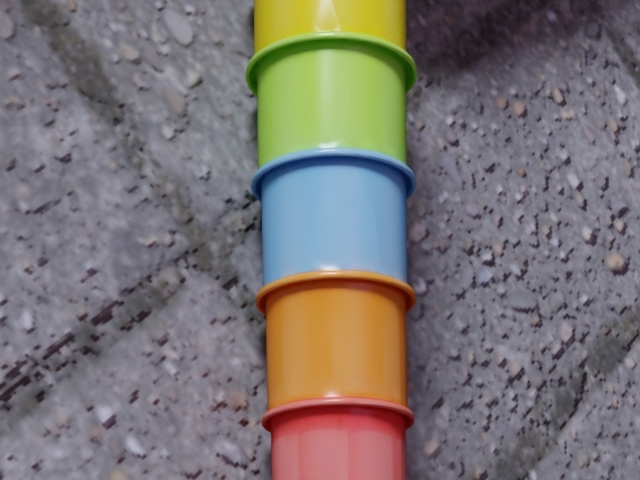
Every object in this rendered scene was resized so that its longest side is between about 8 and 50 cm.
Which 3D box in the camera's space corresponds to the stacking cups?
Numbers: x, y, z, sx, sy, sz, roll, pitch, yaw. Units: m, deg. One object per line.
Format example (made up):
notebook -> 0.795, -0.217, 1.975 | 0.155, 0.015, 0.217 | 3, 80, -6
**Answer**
stacking cups -> 0.000, 0.000, 0.812 | 0.096, 0.096, 0.316 | 17, 65, -34
